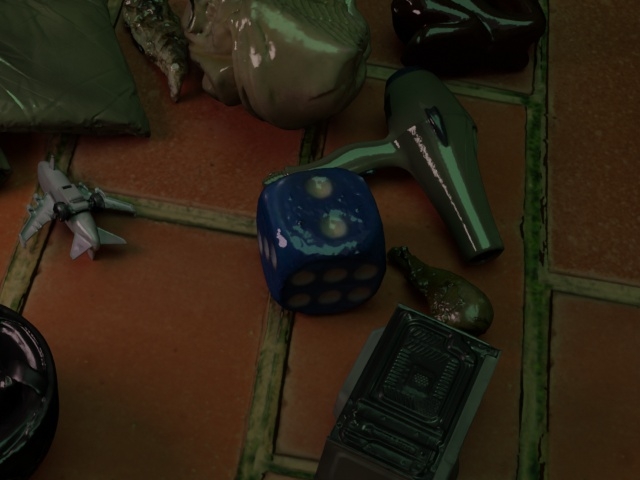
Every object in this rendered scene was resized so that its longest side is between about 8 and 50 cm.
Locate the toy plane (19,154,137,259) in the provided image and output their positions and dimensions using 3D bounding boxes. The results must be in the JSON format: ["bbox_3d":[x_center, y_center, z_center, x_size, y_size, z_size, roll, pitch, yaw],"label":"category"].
[{"bbox_3d":[-0.325,-0.046,1.506,0.162,0.065,0.171,-18,63,-34],"label":"toy plane"}]

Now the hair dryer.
[{"bbox_3d":[0.119,-0.065,1.586,0.298,0.119,0.296,-38,71,-13],"label":"hair dryer"}]

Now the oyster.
[{"bbox_3d":[-0.227,-0.301,1.707,0.106,0.061,0.200,-28,63,-27],"label":"oyster"}]

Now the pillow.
[{"bbox_3d":[-0.394,-0.248,1.604,0.281,0.076,0.274,-1,53,-34],"label":"pillow"}]

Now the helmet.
[{"bbox_3d":[-0.406,0.186,1.262,0.279,0.160,0.230,29,55,27],"label":"helmet"}]

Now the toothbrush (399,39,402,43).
[{"bbox_3d":[0.241,-0.401,1.879,0.030,0.025,0.342,42,58,18],"label":"toothbrush"}]

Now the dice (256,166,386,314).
[{"bbox_3d":[0.000,0.000,1.471,0.143,0.146,0.146,-8,56,-12],"label":"dice"}]

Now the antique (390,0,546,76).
[{"bbox_3d":[0.229,-0.333,1.762,0.257,0.121,0.143,-5,60,-15],"label":"antique"}]

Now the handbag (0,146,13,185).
[{"bbox_3d":[-0.585,-0.136,1.501,0.316,0.109,0.253,-18,63,-28],"label":"handbag"}]

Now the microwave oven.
[{"bbox_3d":[0.102,0.201,1.354,0.162,0.122,0.208,25,54,8],"label":"microwave oven"}]

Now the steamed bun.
[{"bbox_3d":[-0.066,-0.275,1.628,0.275,0.206,0.320,22,29,-13],"label":"steamed bun"}]

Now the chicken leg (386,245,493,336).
[{"bbox_3d":[0.146,0.067,1.500,0.093,0.070,0.178,-31,57,-20],"label":"chicken leg"}]
